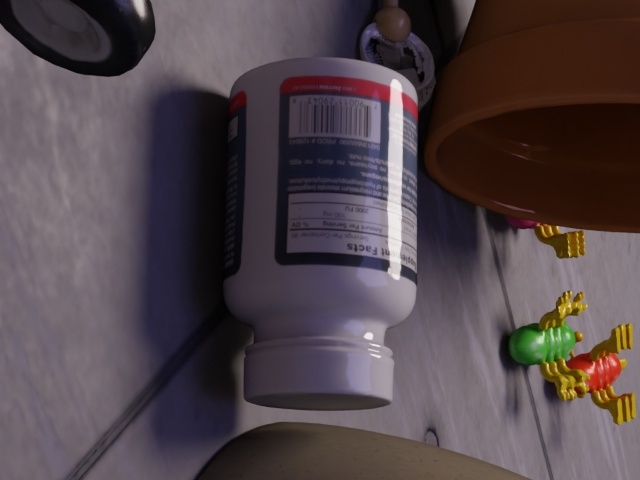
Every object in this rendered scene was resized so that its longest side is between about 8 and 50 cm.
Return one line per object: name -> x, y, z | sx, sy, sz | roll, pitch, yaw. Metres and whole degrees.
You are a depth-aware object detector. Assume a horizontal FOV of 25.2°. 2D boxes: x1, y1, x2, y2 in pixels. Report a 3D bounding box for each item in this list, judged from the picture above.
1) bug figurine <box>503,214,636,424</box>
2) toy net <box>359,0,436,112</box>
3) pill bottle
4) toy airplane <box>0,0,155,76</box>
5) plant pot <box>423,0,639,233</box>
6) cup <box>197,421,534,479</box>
bug figurine -> 0.224, 0.027, 1.281 | 0.216, 0.072, 0.279 | -1, 90, -58
toy net -> 0.043, -0.179, 0.986 | 0.122, 0.045, 0.232 | -39, 120, -60
pill bottle -> 0.000, 0.000, 0.790 | 0.108, 0.108, 0.180 | 27, 62, -60
toy airplane -> -0.141, -0.237, 0.374 | 0.386, 0.272, 0.384 | -52, 164, -72
plant pot -> 0.229, -0.142, 1.061 | 0.291, 0.291, 0.203 | 32, 61, -58
cup -> 0.086, 0.259, 0.766 | 0.331, 0.237, 0.331 | 22, 65, -62
